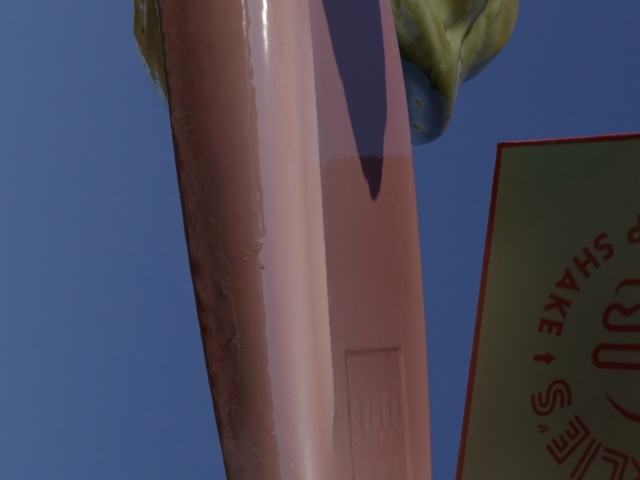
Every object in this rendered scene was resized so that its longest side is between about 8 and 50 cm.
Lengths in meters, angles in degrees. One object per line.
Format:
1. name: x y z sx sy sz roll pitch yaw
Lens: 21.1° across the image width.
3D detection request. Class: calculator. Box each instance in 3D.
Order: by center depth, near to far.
1. calculator: 0.000 0.000 0.625 0.220 0.048 0.329 8 75 -76

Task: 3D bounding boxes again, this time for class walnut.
1. walnut: 0.006 -0.187 1.253 0.282 0.253 0.277 -63 161 -22

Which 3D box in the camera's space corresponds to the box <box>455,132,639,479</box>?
1. box: 0.306 0.106 1.183 0.314 0.300 0.312 -1 -103 42
